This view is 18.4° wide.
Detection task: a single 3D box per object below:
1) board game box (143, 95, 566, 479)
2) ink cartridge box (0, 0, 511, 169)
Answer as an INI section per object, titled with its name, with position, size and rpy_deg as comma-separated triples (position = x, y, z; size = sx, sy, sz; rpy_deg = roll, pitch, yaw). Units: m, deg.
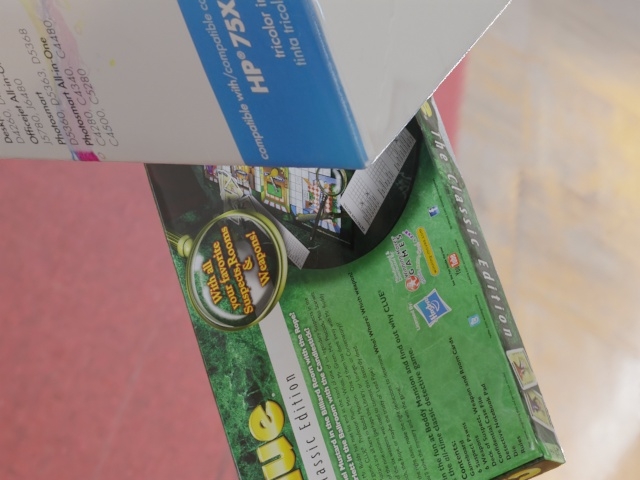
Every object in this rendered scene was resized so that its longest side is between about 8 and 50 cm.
[board game box]
position = 0.000, 0.000, 0.842
size = 0.030, 0.136, 0.260
rpy_deg = 23, 46, -60
[ink cartridge box]
position = -0.056, -0.094, 0.666
size = 0.231, 0.078, 0.134
rpy_deg = 3, 38, 36
